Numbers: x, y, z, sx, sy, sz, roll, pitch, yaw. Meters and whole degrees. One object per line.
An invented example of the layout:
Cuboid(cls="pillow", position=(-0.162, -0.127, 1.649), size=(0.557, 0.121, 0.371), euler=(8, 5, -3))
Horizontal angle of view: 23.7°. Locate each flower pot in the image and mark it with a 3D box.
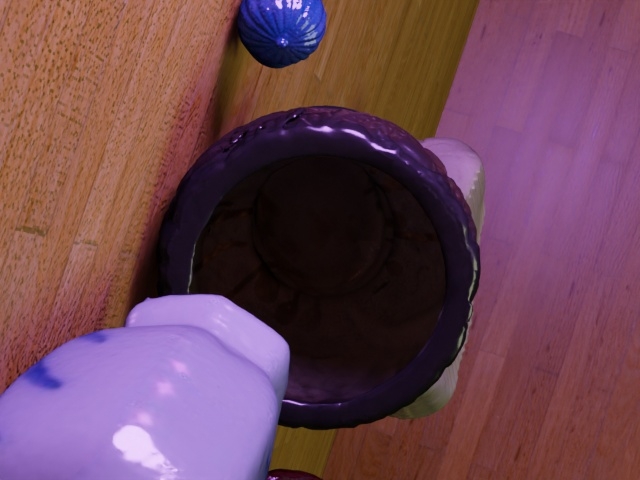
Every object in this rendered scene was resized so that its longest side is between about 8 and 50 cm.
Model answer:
Cuboid(cls="flower pot", position=(0.000, 0.000, 1.337), size=(0.267, 0.266, 0.267), euler=(-86, -169, -75))

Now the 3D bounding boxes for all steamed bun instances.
Cuboid(cls="steamed bun", position=(0.090, 0.045, 2.125), size=(0.247, 0.236, 0.384), euler=(61, 41, -66))

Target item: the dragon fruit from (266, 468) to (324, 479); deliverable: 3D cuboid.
Cuboid(cls="dragon fruit", position=(-0.035, 0.433, 1.849), size=(0.329, 0.329, 0.329), euler=(18, 90, -82))

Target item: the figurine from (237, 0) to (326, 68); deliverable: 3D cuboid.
Cuboid(cls="figurine", position=(-0.022, -0.213, 1.302), size=(0.086, 0.087, 0.149), euler=(44, 56, -39))

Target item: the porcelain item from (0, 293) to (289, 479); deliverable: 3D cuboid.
Cuboid(cls="porcelain item", position=(-0.140, 0.189, 1.008), size=(0.405, 0.178, 0.243), euler=(-62, 167, -64))
